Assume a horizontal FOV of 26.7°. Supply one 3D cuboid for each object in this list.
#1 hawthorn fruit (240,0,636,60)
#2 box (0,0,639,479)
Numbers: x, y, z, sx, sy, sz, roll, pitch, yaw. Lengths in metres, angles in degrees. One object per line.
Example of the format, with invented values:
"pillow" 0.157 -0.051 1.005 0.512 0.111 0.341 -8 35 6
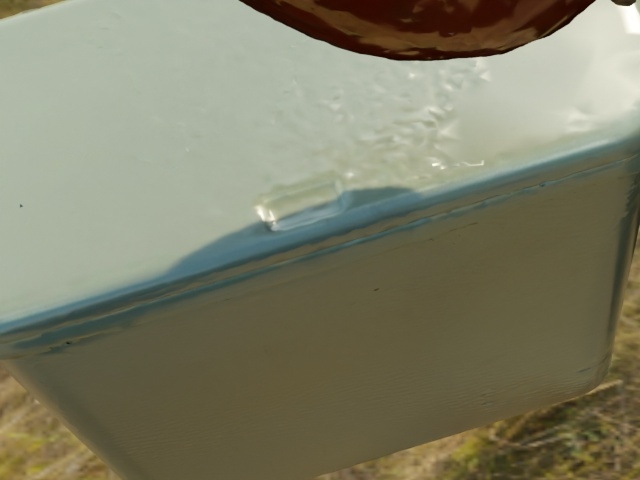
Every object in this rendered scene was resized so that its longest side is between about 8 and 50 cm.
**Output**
"hawthorn fruit" 0.030 -0.159 0.424 0.215 0.250 0.215 -42 27 28
"box" 0.000 0.000 0.765 0.352 0.344 0.177 -17 62 0
